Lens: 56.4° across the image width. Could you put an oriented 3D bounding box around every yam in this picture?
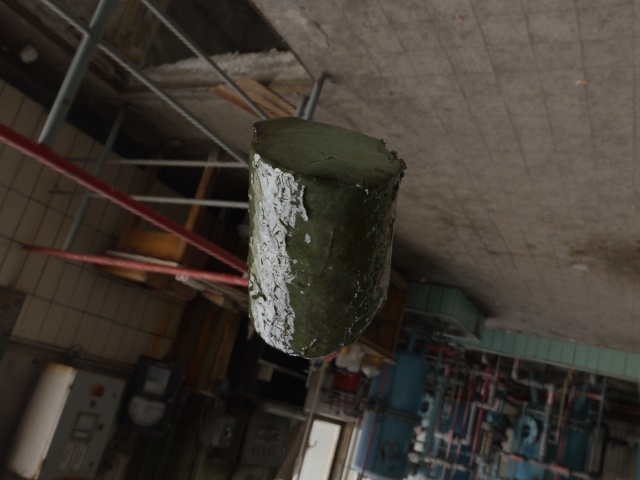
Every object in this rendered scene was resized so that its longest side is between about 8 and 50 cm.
[{"bbox_3d":[0.000,0.000,0.776,0.195,0.195,0.300,13,127,11],"label":"yam"}]
